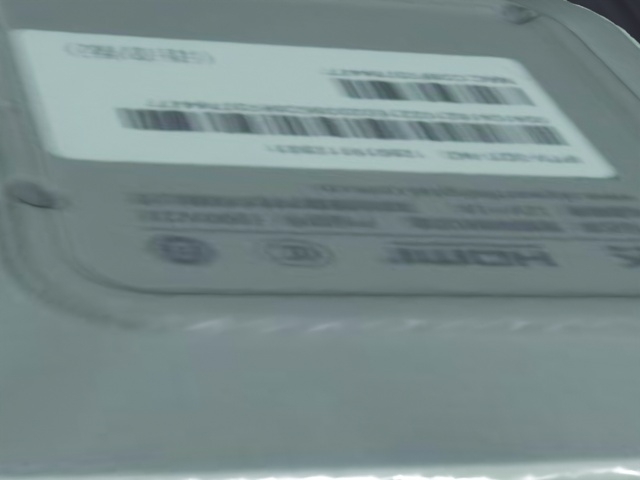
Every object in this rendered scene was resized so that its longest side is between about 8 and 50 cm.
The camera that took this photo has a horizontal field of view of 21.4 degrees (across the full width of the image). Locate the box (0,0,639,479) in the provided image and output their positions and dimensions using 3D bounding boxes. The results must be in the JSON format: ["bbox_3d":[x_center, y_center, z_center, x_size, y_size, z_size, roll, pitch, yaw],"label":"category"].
[{"bbox_3d":[0.001,-0.001,0.651,0.396,0.396,0.111,0,-60,-20],"label":"box"}]
